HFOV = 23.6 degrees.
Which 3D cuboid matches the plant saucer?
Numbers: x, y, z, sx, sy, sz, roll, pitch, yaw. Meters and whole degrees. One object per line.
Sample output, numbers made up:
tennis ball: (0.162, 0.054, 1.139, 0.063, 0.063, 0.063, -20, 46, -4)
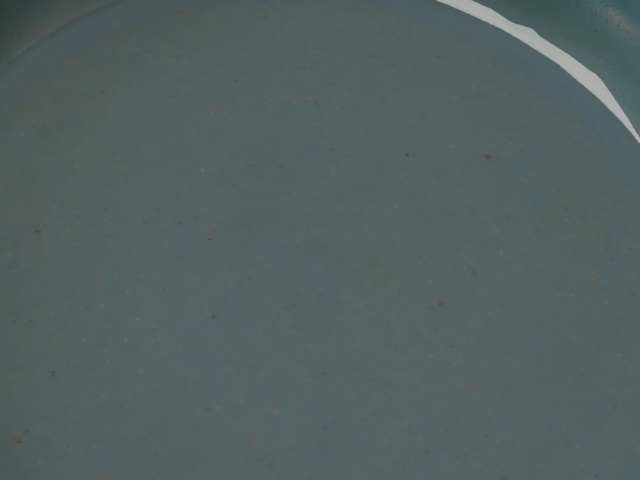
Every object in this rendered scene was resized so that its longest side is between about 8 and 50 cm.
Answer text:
plant saucer: (0.000, 0.000, 0.491, 0.317, 0.044, 0.317, 5, 55, -6)
